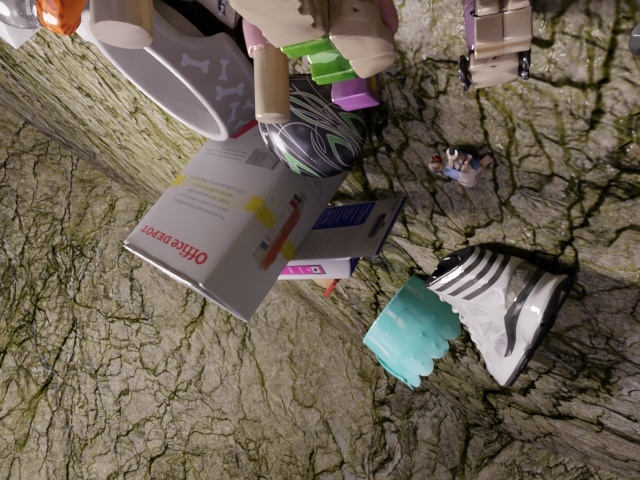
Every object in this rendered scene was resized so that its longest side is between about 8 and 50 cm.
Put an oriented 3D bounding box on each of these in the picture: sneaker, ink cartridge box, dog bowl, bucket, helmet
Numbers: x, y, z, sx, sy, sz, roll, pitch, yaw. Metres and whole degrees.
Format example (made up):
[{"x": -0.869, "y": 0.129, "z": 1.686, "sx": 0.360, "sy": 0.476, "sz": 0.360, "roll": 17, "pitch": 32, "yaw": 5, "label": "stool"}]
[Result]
[{"x": 0.375, "y": 0.153, "z": 0.958, "sx": 0.257, "sy": 0.169, "sz": 0.447, "roll": 33, "pitch": 157, "yaw": 32, "label": "sneaker"}, {"x": -0.168, "y": -0.069, "z": 0.870, "sx": 0.279, "sy": 0.384, "sz": 0.160, "roll": 20, "pitch": 158, "yaw": 37, "label": "ink cartridge box"}, {"x": -0.269, "y": -0.322, "z": 0.779, "sx": 0.349, "sy": 0.102, "sz": 0.349, "roll": 34, "pitch": 171, "yaw": 6, "label": "dog bowl"}, {"x": 0.259, "y": 0.242, "z": 1.158, "sx": 0.183, "sy": 0.281, "sz": 0.281, "roll": 37, "pitch": 164, "yaw": 17, "label": "bucket"}, {"x": 0.000, "y": 0.000, "z": 0.895, "sx": 0.371, "sy": 0.176, "sz": 0.069, "roll": -7, "pitch": 127, "yaw": 39, "label": "ink cartridge box"}, {"x": -0.010, "y": -0.181, "z": 0.676, "sx": 0.169, "sy": 0.169, "sz": 0.161, "roll": 31, "pitch": 177, "yaw": 7, "label": "helmet"}]

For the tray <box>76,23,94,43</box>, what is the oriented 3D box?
[{"x": -0.592, "y": -0.548, "z": 0.926, "sx": 0.270, "sy": 0.030, "sz": 0.145, "roll": 45, "pitch": 160, "yaw": -32, "label": "tray"}]

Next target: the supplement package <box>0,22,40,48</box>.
[{"x": -0.670, "y": -0.534, "z": 0.820, "sx": 0.244, "sy": 0.139, "sz": 0.134, "roll": 39, "pitch": 160, "yaw": -15, "label": "supplement package"}]

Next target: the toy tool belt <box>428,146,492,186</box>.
[{"x": 0.213, "y": -0.122, "z": 0.646, "sx": 0.083, "sy": 0.052, "sz": 0.051, "roll": 26, "pitch": 130, "yaw": 11, "label": "toy tool belt"}]

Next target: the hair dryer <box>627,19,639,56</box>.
[{"x": 0.364, "y": -0.097, "z": 0.244, "sx": 0.224, "sy": 0.080, "sz": 0.293, "roll": -7, "pitch": -145, "yaw": -39, "label": "hair dryer"}]

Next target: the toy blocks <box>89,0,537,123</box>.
[{"x": 0.010, "y": -0.279, "z": 0.362, "sx": 0.309, "sy": 0.260, "sz": 0.288, "roll": -2, "pitch": 178, "yaw": 23, "label": "toy blocks"}]

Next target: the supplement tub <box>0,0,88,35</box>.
[{"x": -0.565, "y": -0.486, "z": 0.672, "sx": 0.338, "sy": 0.207, "sz": 0.207, "roll": 20, "pitch": 167, "yaw": -20, "label": "supplement tub"}]

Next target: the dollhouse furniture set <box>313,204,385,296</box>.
[{"x": 0.023, "y": -0.017, "z": 1.142, "sx": 0.201, "sy": 0.152, "sz": 0.374, "roll": 33, "pitch": 145, "yaw": 1, "label": "dollhouse furniture set"}]

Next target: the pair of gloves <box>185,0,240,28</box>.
[{"x": -0.190, "y": -0.418, "z": 0.558, "sx": 0.204, "sy": 0.042, "sz": 0.240, "roll": 30, "pitch": 165, "yaw": -2, "label": "pair of gloves"}]
